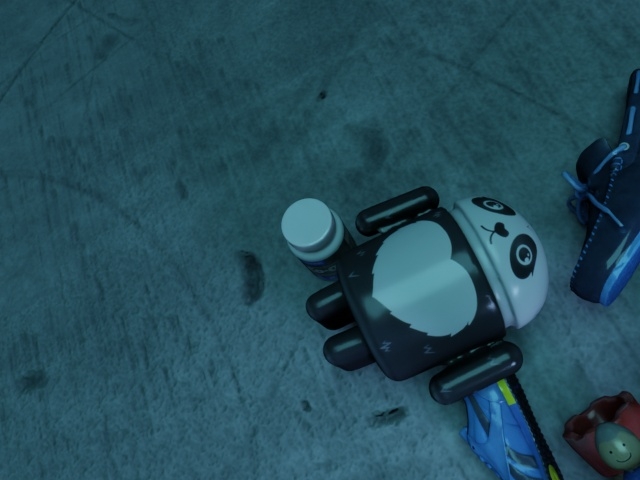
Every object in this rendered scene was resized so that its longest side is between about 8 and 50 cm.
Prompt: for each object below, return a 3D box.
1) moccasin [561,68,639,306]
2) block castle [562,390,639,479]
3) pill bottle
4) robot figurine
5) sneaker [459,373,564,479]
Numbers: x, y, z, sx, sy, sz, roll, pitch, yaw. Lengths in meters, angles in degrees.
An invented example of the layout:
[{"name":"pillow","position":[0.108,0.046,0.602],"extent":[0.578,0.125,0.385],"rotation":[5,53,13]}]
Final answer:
[{"name":"moccasin","position":[0.370,-0.073,0.678],"extent":[0.117,0.137,0.342],"rotation":[25,65,27]},{"name":"block castle","position":[0.429,0.108,0.437],"extent":[0.453,0.303,0.212],"rotation":[-38,78,13]},{"name":"pill bottle","position":[0.000,0.000,0.737],"extent":[0.078,0.137,0.078],"rotation":[-6,69,15]},{"name":"robot figurine","position":[0.126,0.059,0.657],"extent":[0.278,0.173,0.209],"rotation":[-25,105,6]},{"name":"sneaker","position":[0.215,0.243,0.630],"extent":[0.082,0.069,0.209],"rotation":[-30,65,22]}]
